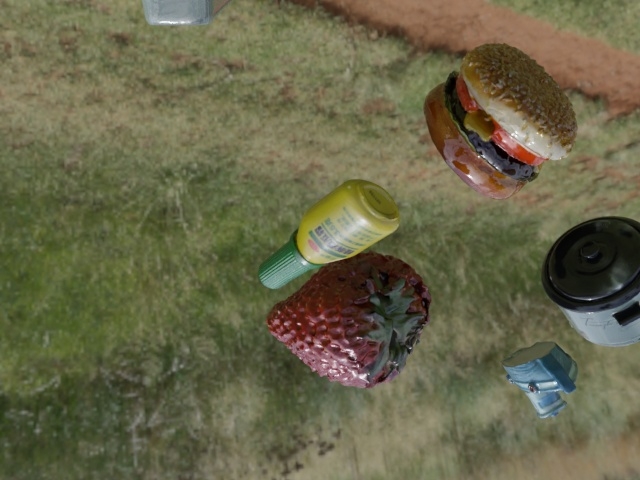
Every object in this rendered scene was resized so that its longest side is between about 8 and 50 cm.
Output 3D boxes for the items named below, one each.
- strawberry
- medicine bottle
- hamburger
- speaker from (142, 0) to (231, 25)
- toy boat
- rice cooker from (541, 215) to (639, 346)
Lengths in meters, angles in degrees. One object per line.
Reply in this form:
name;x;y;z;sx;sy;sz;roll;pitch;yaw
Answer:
strawberry;0.052;0.162;1.714;0.351;0.267;0.312;-7;-159;46
medicine bottle;0.000;0.000;1.316;0.111;0.076;0.309;38;139;-16
hamburger;0.411;-0.280;1.848;0.330;0.330;0.250;11;143;-41
speaker;-0.305;-0.637;1.930;0.183;0.406;0.184;1;116;6
toy boat;0.346;0.214;1.243;0.088;0.102;0.215;-30;174;-3
rice cooker;0.602;0.081;1.712;0.241;0.281;0.227;-30;130;16
